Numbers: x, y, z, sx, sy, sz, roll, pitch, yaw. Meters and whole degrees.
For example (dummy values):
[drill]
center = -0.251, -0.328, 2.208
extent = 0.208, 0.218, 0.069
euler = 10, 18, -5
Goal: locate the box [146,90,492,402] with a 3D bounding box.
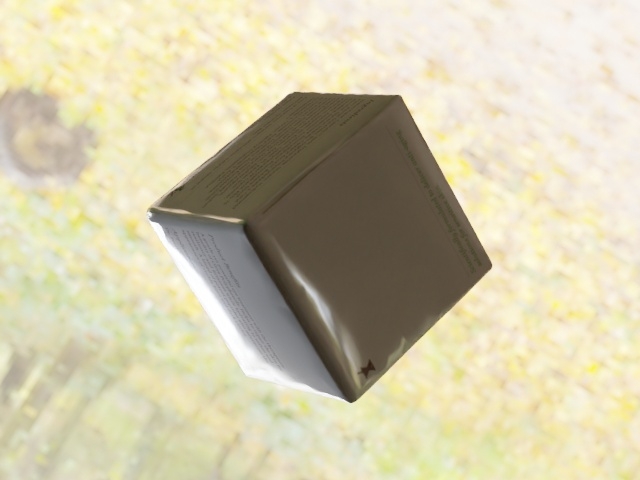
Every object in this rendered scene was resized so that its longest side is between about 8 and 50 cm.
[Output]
[box]
center = 0.000, 0.000, 0.846
extent = 0.087, 0.102, 0.101
euler = 9, 135, 55
